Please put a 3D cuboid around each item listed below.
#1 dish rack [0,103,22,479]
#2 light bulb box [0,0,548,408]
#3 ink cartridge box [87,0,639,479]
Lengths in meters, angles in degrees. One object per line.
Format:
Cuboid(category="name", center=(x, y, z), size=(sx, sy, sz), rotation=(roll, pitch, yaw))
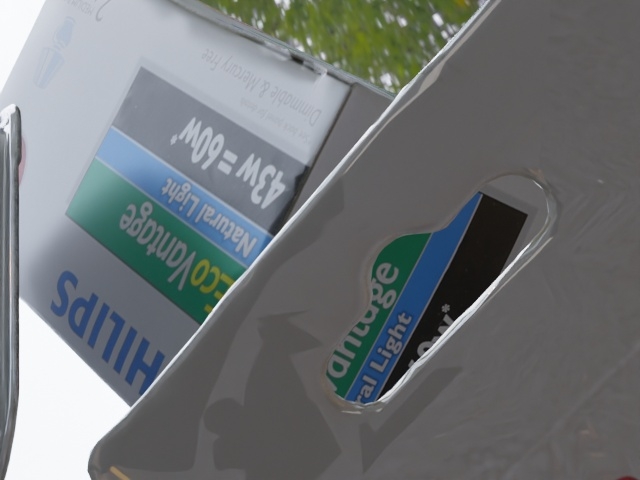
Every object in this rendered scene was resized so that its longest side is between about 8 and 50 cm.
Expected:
Cuboid(category="dish rack", center=(-0.239, 0.098, 0.803), size=(0.072, 0.333, 0.285), rotation=(17, -60, -23))
Cuboid(category="light bulb box", center=(0.000, 0.000, 1.005), size=(0.361, 0.358, 0.225), rotation=(21, -82, -41))
Cuboid(category="ink cartridge box", center=(0.140, 0.083, 0.396), size=(0.353, 0.119, 0.207), rotation=(40, -71, -7))
